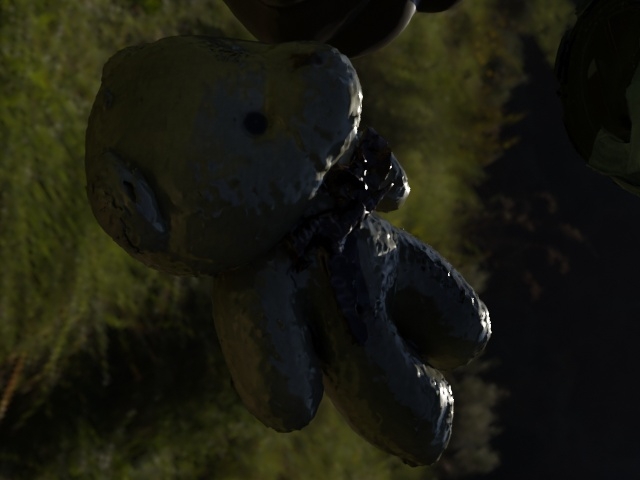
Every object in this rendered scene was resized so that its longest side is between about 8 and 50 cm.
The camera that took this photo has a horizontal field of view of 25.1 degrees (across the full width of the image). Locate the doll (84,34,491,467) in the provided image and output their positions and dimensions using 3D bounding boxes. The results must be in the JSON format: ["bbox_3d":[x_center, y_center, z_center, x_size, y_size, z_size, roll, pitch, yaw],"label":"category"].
[{"bbox_3d":[0.002,-0.004,0.782,0.278,0.149,0.175,43,18,-26],"label":"doll"}]

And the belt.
[{"bbox_3d":[0.195,-0.090,0.843,0.058,0.105,0.140,23,53,-42],"label":"belt"}]

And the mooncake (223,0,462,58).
[{"bbox_3d":[0.051,-0.339,1.338,0.201,0.378,0.378,58,-1,14],"label":"mooncake"}]

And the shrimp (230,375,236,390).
[{"bbox_3d":[-0.010,0.064,1.264,0.101,0.190,0.042,46,-3,17],"label":"shrimp"}]
